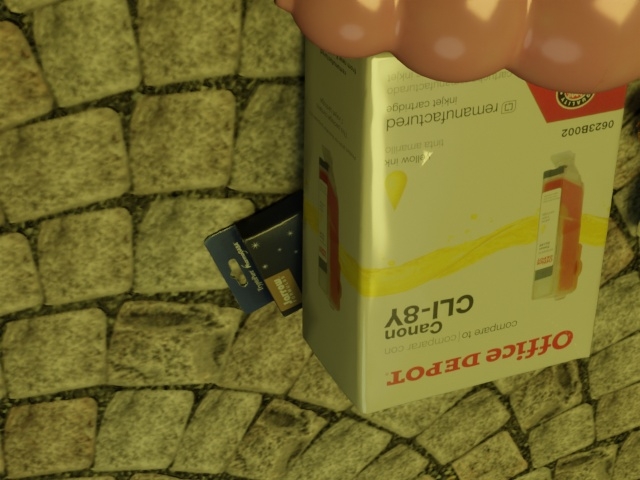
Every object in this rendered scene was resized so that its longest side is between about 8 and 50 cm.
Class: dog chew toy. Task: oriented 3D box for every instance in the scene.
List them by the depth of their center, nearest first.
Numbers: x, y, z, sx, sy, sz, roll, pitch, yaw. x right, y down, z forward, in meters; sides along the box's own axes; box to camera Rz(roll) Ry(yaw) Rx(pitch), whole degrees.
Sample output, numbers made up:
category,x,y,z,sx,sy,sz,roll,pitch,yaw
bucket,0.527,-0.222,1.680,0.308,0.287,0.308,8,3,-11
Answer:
category,x,y,z,sx,sy,sz,roll,pitch,yaw
dog chew toy,0.127,-0.214,0.986,0.331,0.207,0.207,-4,131,-7

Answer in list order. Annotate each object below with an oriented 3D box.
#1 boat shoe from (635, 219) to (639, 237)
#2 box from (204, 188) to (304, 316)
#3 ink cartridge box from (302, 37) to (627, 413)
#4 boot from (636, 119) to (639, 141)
category,x,y,z,sx,sy,sz,roll,pitch,yaw
boat shoe,0.489,-0.084,1.423,0.116,0.097,0.324,-26,158,-48
box,0.000,0.000,1.343,0.225,0.036,0.136,-27,135,-1
ink cartridge box,0.137,-0.047,1.236,0.279,0.160,0.385,-11,121,-19
boot,0.411,-0.176,1.361,0.152,0.073,0.197,-35,138,-2
